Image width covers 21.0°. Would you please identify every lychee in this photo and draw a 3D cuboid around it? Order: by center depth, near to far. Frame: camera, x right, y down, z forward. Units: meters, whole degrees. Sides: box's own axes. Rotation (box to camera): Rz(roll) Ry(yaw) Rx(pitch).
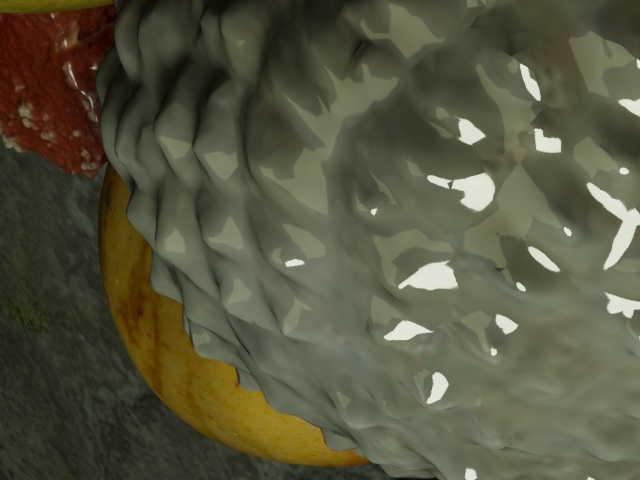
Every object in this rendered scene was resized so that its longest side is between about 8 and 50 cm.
[{"bbox_3d":[0.113,-0.071,0.670,0.432,0.380,0.380,39,151,-23],"label":"lychee"}]

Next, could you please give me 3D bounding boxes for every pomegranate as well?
[{"bbox_3d":[0.000,0.000,0.955,0.264,0.264,0.264,30,141,28],"label":"pomegranate"}]

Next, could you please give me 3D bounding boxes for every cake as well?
[{"bbox_3d":[-0.178,-0.183,1.092,0.177,0.151,0.283,11,134,39],"label":"cake"}]

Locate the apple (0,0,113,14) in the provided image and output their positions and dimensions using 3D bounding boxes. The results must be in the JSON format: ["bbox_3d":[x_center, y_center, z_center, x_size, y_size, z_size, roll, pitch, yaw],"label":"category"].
[{"bbox_3d":[-0.147,-0.268,0.812,0.339,0.339,0.340,30,141,28],"label":"apple"}]
